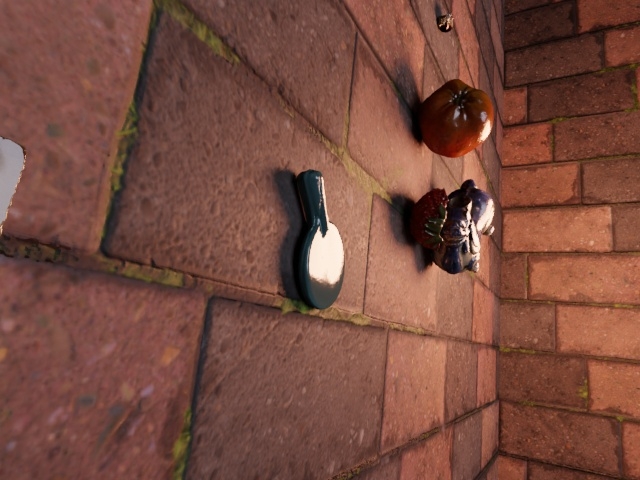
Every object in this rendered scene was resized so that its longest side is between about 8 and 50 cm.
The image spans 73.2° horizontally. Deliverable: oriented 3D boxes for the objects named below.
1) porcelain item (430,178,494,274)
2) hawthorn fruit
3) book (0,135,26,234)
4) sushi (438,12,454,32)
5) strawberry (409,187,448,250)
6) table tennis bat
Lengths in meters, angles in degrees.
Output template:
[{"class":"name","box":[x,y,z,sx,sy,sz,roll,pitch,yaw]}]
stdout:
[{"class":"porcelain item","box":[0.363,-0.047,1.122,0.288,0.138,0.186,-56,141,-38]},{"class":"hawthorn fruit","box":[0.323,-0.289,1.040,0.189,0.190,0.188,4,86,-60]},{"class":"book","box":[-0.243,0.030,0.181,0.161,0.027,0.230,31,62,-56]},{"class":"sushi","box":[0.370,-0.631,1.253,0.083,0.044,0.045,-41,123,-51]},{"class":"strawberry","box":[0.248,-0.058,0.986,0.187,0.082,0.146,-46,151,-69]},{"class":"table tennis bat","box":[0.000,0.000,0.601,0.124,0.033,0.200,-41,126,-55]}]
